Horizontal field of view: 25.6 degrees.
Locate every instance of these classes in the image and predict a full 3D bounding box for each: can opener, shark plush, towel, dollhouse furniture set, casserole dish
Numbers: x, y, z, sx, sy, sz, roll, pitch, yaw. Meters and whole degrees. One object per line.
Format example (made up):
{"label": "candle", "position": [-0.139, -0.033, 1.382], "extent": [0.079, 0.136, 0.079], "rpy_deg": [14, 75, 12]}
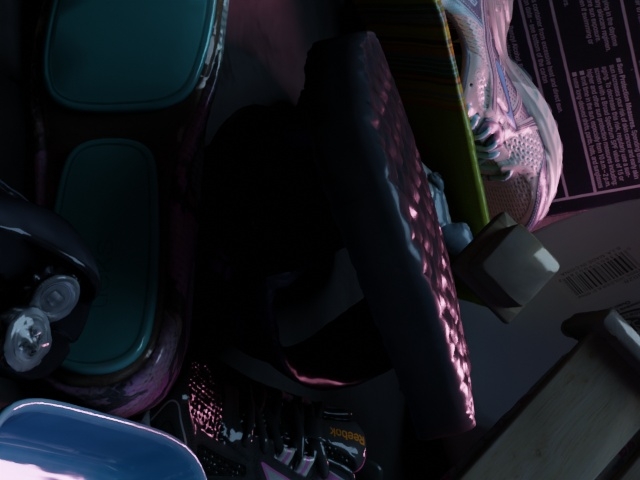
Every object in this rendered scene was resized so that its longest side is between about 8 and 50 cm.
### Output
{"label": "can opener", "position": [-0.129, -0.010, 0.419], "extent": [0.059, 0.073, 0.186], "rpy_deg": [-55, 146, -7]}
{"label": "shark plush", "position": [0.058, -0.025, 0.976], "extent": [0.067, 0.073, 0.161], "rpy_deg": [-31, 120, -37]}
{"label": "towel", "position": [0.079, -0.066, 1.013], "extent": [0.102, 0.021, 0.237], "rpy_deg": [17, -55, 62]}
{"label": "dollhouse furniture set", "position": [0.106, 0.219, 0.832], "extent": [0.355, 0.303, 0.174], "rpy_deg": [47, -13, -5]}
{"label": "casserole dish", "position": [-0.085, 0.119, 0.493], "extent": [0.188, 0.037, 0.114], "rpy_deg": [35, 48, -64]}

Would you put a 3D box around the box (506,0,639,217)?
{"label": "box", "position": [0.258, -0.195, 1.271], "extent": [0.182, 0.294, 0.296], "rpy_deg": [-68, 144, -58]}

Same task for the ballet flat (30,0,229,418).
{"label": "ballet flat", "position": [-0.076, -0.036, 0.563], "extent": [0.079, 0.077, 0.221], "rpy_deg": [84, 8, -71]}

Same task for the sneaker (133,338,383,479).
{"label": "sneaker", "position": [-0.021, 0.088, 0.635], "extent": [0.178, 0.077, 0.072], "rpy_deg": [48, 35, -57]}

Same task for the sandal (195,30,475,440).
{"label": "sandal", "position": [0.001, 0.002, 0.676], "extent": [0.446, 0.107, 0.167], "rpy_deg": [-87, 160, -86]}

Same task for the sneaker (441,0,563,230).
{"label": "sneaker", "position": [0.106, -0.110, 1.125], "extent": [0.122, 0.110, 0.283], "rpy_deg": [-52, 129, -43]}

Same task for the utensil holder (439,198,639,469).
{"label": "utensil holder", "position": [0.274, 0.205, 1.076], "extent": [0.327, 0.328, 0.385], "rpy_deg": [-71, 145, -55]}
